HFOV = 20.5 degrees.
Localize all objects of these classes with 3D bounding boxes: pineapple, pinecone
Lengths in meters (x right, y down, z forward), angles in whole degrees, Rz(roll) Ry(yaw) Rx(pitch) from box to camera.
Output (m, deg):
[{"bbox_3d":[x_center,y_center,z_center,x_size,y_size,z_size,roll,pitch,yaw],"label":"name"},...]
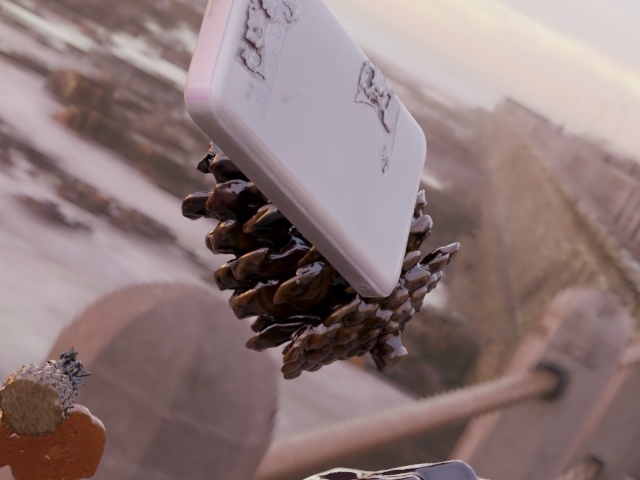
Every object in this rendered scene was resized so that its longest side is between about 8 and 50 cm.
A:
[{"bbox_3d":[-0.208,0.108,1.349,0.058,0.058,0.124,29,13,-4],"label":"pineapple"},{"bbox_3d":[0.000,0.000,1.649,0.272,0.224,0.224,59,16,14],"label":"pinecone"}]

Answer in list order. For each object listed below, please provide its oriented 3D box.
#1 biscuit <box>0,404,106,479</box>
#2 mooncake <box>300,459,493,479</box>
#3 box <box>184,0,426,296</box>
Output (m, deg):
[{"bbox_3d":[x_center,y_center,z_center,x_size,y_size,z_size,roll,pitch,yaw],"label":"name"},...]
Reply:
[{"bbox_3d":[-0.273,0.203,1.770,0.130,0.102,0.019,29,13,-36],"label":"biscuit"},{"bbox_3d":[0.015,0.260,1.471,0.283,0.141,0.283,-8,-9,-1],"label":"mooncake"},{"bbox_3d":[-0.001,-0.079,1.196,0.044,0.142,0.285,-1,-27,28],"label":"box"}]
